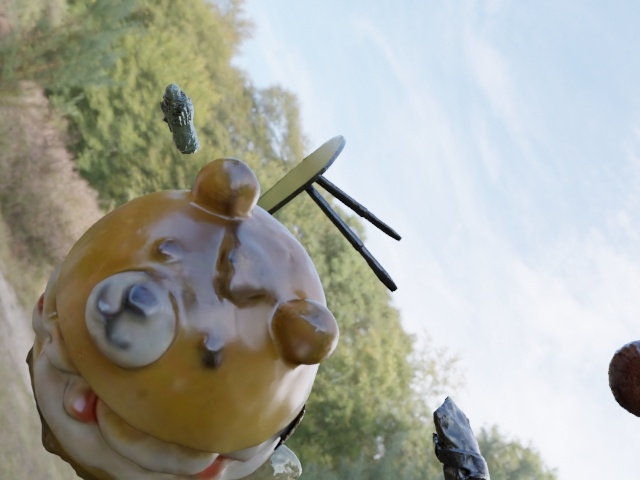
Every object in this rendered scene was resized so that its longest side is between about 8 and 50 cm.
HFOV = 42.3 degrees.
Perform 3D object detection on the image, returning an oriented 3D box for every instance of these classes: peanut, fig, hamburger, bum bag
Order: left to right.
[{"bbox_3d":[-0.111,0.076,0.734,0.237,0.276,0.276,-47,-121,45],"label":"hamburger"},{"bbox_3d":[-0.175,0.522,1.668,0.149,0.313,0.149,56,10,-15],"label":"peanut"},{"bbox_3d":[0.225,0.363,1.281,0.102,0.069,0.248,37,33,-64],"label":"bum bag"},{"bbox_3d":[0.513,0.216,1.267,0.119,0.153,0.119,-20,-117,46],"label":"fig"}]

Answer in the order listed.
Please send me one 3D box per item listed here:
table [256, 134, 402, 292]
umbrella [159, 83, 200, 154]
[{"bbox_3d":[0.000,0.000,1.544,0.249,0.317,0.317,50,-9,-11],"label":"table"},{"bbox_3d":[-0.266,-0.229,1.558,0.067,0.062,0.143,-117,-165,-50],"label":"umbrella"}]
